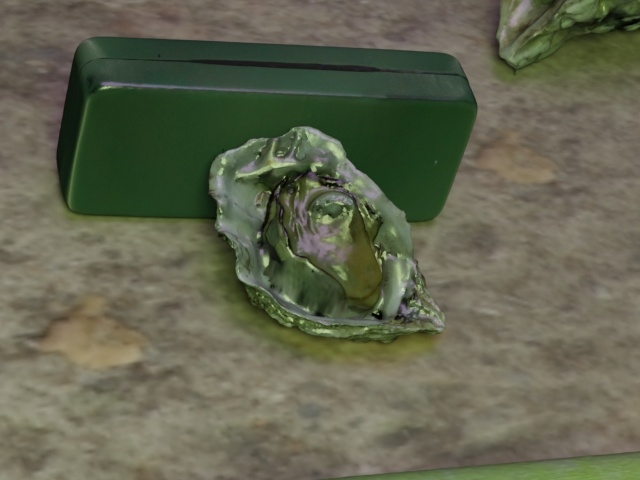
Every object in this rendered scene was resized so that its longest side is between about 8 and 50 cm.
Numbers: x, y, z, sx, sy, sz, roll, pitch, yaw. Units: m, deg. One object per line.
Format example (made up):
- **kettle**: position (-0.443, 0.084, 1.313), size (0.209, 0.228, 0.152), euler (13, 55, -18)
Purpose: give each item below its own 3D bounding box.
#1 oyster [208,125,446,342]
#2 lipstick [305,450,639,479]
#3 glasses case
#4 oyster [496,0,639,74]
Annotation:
- **oyster**: position (0.001, 0.000, 0.841), size (0.098, 0.037, 0.100), euler (-7, 76, -16)
- **lipstick**: position (0.090, 0.119, 0.726), size (0.304, 0.076, 0.076), euler (-2, 44, -22)
- **glasses case**: position (-0.024, -0.050, 0.870), size (0.184, 0.078, 0.039), euler (1, 42, -19)
- **oyster**: position (0.221, -0.191, 1.087), size (0.351, 0.158, 0.162), euler (-32, 18, -33)
